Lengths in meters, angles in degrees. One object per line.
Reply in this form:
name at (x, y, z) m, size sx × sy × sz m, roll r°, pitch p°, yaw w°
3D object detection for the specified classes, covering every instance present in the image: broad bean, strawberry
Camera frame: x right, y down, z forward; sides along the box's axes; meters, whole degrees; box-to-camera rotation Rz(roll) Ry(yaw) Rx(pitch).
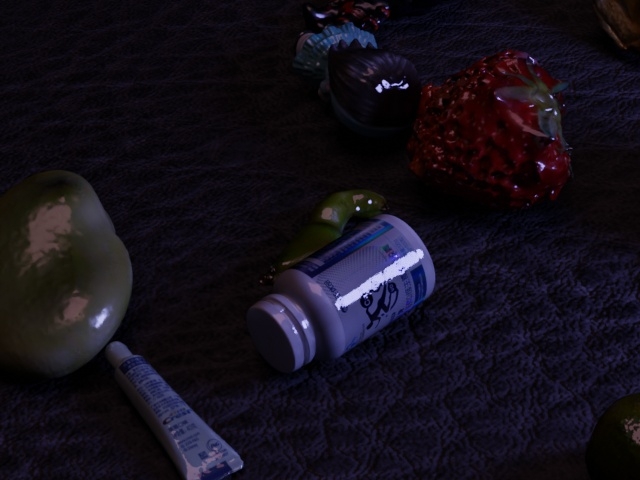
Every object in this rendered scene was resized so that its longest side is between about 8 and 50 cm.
broad bean at (0.000, 0.000, 1.724) m, size 0.070 × 0.048 × 0.213 m, roll 20°, pitch 43°, yaw 29°
strawberry at (0.195, -0.116, 1.764) m, size 0.201 × 0.187 × 0.184 m, roll -20°, pitch -9°, yaw 22°
broad bean at (-0.299, 0.036, 1.659) m, size 0.189 × 0.121 × 0.263 m, roll -10°, pitch 41°, yaw -1°

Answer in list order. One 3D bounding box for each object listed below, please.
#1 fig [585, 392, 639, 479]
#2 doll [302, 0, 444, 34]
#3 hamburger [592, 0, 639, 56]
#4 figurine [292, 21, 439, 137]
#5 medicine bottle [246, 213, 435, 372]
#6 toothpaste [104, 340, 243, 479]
fig at (0.321, 0.221, 1.390) m, size 0.117 × 0.117 × 0.177 m, roll -34°, pitch 69°, yaw -31°
doll at (0.101, -0.338, 2.095) m, size 0.248 × 0.088 × 0.127 m, roll -19°, pitch 59°, yaw -6°
hamburger at (0.478, -0.350, 1.972) m, size 0.163 × 0.244 × 0.244 m, roll -13°, pitch 35°, yaw -44°
figurine at (0.052, -0.210, 1.933) m, size 0.138 × 0.110 × 0.245 m, roll -15°, pitch 32°, yaw -17°
medicine bottle at (0.020, 0.058, 1.604) m, size 0.191 × 0.107 × 0.107 m, roll -32°, pitch 46°, yaw -29°
toothpaste at (-0.158, 0.172, 1.543) m, size 0.062 × 0.037 × 0.216 m, roll -26°, pitch 48°, yaw -24°
